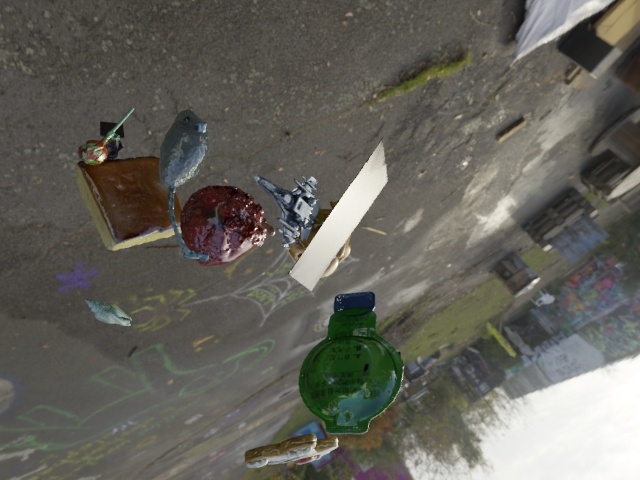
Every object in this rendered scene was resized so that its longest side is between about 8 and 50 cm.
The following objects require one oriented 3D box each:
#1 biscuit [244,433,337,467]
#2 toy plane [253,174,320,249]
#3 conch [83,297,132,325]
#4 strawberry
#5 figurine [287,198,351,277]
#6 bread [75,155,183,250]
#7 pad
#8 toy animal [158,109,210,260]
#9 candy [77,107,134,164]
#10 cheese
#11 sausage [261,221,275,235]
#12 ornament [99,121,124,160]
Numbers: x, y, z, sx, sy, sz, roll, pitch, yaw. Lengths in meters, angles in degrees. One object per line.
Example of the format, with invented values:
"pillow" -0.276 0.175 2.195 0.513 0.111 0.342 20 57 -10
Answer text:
"biscuit" -0.043 0.429 0.833 0.158 0.035 0.240 -19 147 12
"toy plane" -0.051 -0.067 0.803 0.159 0.083 0.234 -67 160 -9
"conch" -0.701 0.234 1.376 0.088 0.065 0.180 -31 127 26
"strawberry" -0.297 -0.059 1.232 0.274 0.274 0.220 -27 154 -13
"figurine" 0.004 0.001 1.212 0.215 0.215 0.228 -21 172 -24
"bread" -0.711 -0.152 1.577 0.143 0.332 0.324 -29 177 39
"pad" 0.057 -0.047 0.998 0.367 0.007 0.247 -55 163 -6
"toy animal" -0.221 -0.095 0.668 0.079 0.252 0.070 0 170 -7
"candy" -0.744 -0.378 1.461 0.078 0.084 0.287 81 25 -55
"cheese" 0.062 0.225 0.823 0.204 0.320 0.083 -7 128 14
"sausage" -0.275 -0.068 2.062 0.043 0.186 0.043 -15 118 -31
"ornament" -0.797 -0.342 1.580 0.088 0.081 0.203 2 134 -29
